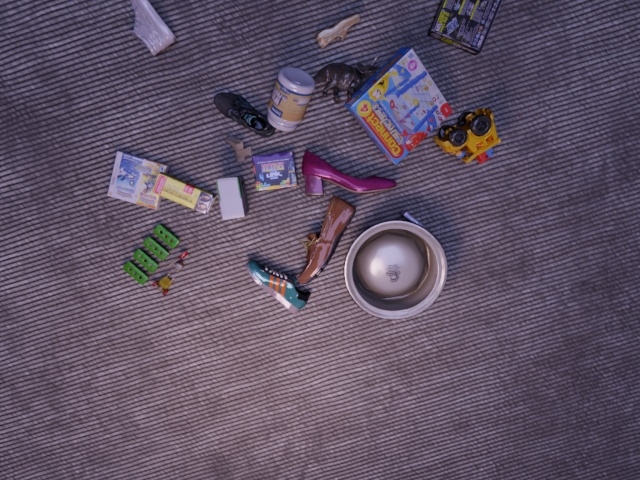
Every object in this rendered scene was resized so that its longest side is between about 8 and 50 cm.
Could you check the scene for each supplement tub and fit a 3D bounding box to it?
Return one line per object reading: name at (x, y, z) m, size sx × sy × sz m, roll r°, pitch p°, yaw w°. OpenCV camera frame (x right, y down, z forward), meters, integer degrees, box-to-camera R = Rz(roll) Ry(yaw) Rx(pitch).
supplement tub at (-0.116, -0.529, 1.658) m, size 0.144 × 0.144 × 0.200 m, roll 25°, pitch 134°, yaw -5°

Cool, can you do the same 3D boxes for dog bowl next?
dog bowl at (0.293, 0.104, 1.784) m, size 0.407 × 0.150 × 0.409 m, roll 0°, pitch 103°, yaw 1°

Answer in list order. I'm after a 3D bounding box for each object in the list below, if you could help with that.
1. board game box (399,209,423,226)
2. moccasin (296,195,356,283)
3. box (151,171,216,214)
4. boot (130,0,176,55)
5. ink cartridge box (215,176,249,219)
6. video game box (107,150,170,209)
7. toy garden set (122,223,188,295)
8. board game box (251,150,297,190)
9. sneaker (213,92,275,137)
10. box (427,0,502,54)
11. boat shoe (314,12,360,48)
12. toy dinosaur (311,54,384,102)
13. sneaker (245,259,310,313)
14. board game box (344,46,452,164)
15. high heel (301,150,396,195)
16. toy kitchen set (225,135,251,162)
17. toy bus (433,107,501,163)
board game box at (0.370, -0.087, 1.798) m, size 0.090 × 0.090 × 0.020 m, roll 38°, pitch 96°, yaw -6°
moccasin at (0.000, 0.000, 1.782) m, size 0.146 × 0.139 × 0.380 m, roll 28°, pitch 100°, yaw 1°
box at (-0.542, -0.188, 1.757) m, size 0.232 × 0.058 × 0.087 m, roll 24°, pitch 98°, yaw -17°
boot at (-0.676, -0.831, 1.659) m, size 0.123 × 0.095 × 0.258 m, roll -39°, pitch 99°, yaw -2°
ink cartridge box at (-0.338, -0.168, 1.713) m, size 0.086 × 0.208 × 0.153 m, roll -9°, pitch 100°, yaw -3°
video game box at (-0.733, -0.242, 1.774) m, size 0.205 × 0.048 × 0.187 m, roll 16°, pitch 101°, yaw -4°
toy garden set at (-0.659, 0.087, 1.827) m, size 0.203 × 0.049 × 0.244 m, roll 42°, pitch 95°, yaw -5°
board game box at (-0.184, -0.279, 1.779) m, size 0.170 × 0.048 × 0.141 m, roll -8°, pitch 100°, yaw 0°
sneaker at (-0.296, -0.499, 1.715) m, size 0.267 × 0.106 × 0.101 m, roll 29°, pitch 99°, yaw -4°
box at (0.567, -0.890, 1.696) m, size 0.216 × 0.060 × 0.270 m, roll 20°, pitch 97°, yaw -4°
boat shoe at (0.075, -0.807, 1.702) m, size 0.189 × 0.068 × 0.072 m, roll -24°, pitch 111°, yaw 12°
toy dinosaur at (0.085, -0.626, 1.715) m, size 0.313 × 0.121 × 0.161 m, roll 4°, pitch 87°, yaw 3°
sneaker at (-0.171, 0.167, 1.823) m, size 0.302 × 0.108 × 0.121 m, roll 43°, pitch 95°, yaw -15°
board game box at (0.301, -0.507, 1.684) m, size 0.302 × 0.086 × 0.308 m, roll -44°, pitch 118°, yaw 5°
high heel at (0.115, -0.275, 1.753) m, size 0.376 × 0.127 × 0.182 m, roll -2°, pitch 92°, yaw -5°
toy kitchen set at (-0.328, -0.373, 1.775) m, size 0.068 × 0.075 × 0.083 m, roll -31°, pitch 139°, yaw -32°
toy bus at (0.591, -0.384, 1.745) m, size 0.220 × 0.149 × 0.212 m, roll -31°, pitch 114°, yaw 6°
